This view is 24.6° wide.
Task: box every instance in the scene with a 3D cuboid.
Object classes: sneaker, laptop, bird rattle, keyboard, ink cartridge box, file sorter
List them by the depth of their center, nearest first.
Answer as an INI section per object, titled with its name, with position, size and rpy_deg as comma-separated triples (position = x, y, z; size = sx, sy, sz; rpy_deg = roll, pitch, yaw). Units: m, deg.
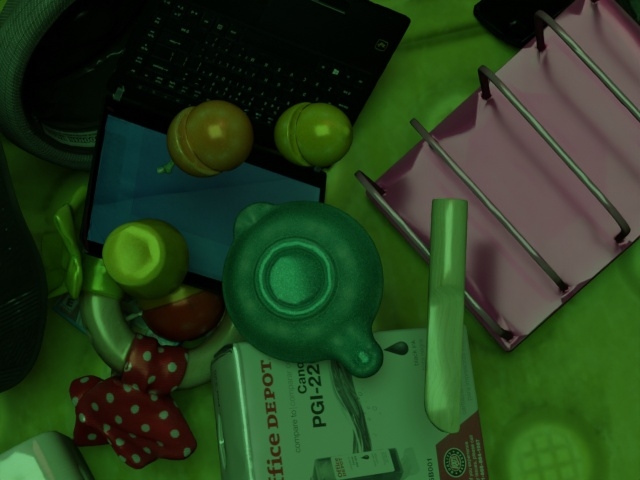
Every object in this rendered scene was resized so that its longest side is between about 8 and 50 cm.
[ink cartridge box]
position = 0.024, 0.161, 1.273
size = 0.217, 0.092, 0.159
rpy_deg = -4, 78, -16
[file sorter]
position = 0.200, -0.074, 1.274
size = 0.290, 0.182, 0.202
rpy_deg = -42, 79, 4
[sneaker]
position = -0.328, -0.024, 1.283
size = 0.123, 0.178, 0.296
rpy_deg = -15, 117, -20
[laptop]
position = -0.062, -0.098, 1.286
size = 0.234, 0.137, 0.264
rpy_deg = 18, 115, -26
[bird rattle]
position = -0.148, 0.067, 1.307
size = 0.206, 0.143, 0.254
rpy_deg = -23, 81, -18
[keyboard]
position = 0.248, -0.247, 1.414
size = 0.192, 0.038, 0.100
rpy_deg = -39, 56, -4

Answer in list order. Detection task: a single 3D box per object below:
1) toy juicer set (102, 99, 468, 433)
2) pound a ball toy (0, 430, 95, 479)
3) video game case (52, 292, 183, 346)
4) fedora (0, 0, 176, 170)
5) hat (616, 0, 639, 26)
[toy juicer set]
position = 0.000, 0.000, 1.206
size = 0.329, 0.089, 0.209
rpy_deg = 23, 88, 8
[pound a ball toy]
position = -0.241, 0.353, 1.259
size = 0.208, 0.136, 0.319
rpy_deg = -29, 78, -3
[video game case]
position = -0.155, 0.034, 1.381
size = 0.119, 0.015, 0.166
rpy_deg = 36, 82, 10
[fedora]
position = -0.189, -0.195, 1.351
size = 0.275, 0.244, 0.124
rpy_deg = -38, 50, 1
[hat]
position = 0.409, -0.263, 1.297
size = 0.331, 0.134, 0.331
rpy_deg = 1, 101, 7
